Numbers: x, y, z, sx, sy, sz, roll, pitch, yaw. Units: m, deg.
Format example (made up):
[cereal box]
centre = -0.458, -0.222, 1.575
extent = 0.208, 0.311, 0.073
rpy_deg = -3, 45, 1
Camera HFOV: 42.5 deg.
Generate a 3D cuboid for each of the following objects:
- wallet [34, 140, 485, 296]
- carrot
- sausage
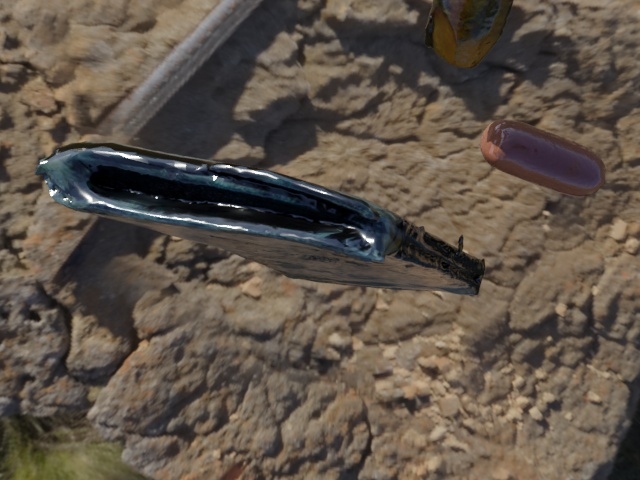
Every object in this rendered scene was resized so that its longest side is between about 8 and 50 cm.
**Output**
[wallet]
centre = 0.000, 0.000, 0.563
extent = 0.190, 0.379, 0.046
rpy_deg = 8, 85, 18
[carrot]
centre = 0.155, -0.255, 0.797
extent = 0.082, 0.082, 0.173
rpy_deg = 13, 129, 1
[sausage]
centre = 0.257, -0.093, 0.943
extent = 0.154, 0.062, 0.062
rpy_deg = 16, 97, -20
